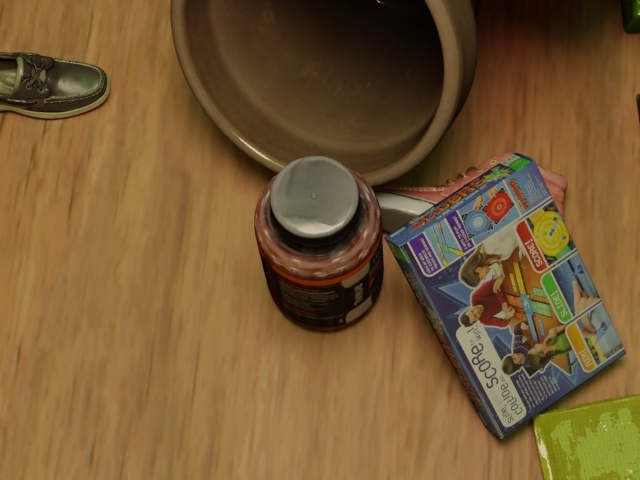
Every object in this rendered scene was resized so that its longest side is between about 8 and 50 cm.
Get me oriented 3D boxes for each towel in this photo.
[{"bbox_3d":[0.304,0.174,1.360,0.237,0.021,0.102,-10,70,-2],"label":"towel"}]

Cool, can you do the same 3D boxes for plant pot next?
[{"bbox_3d":[0.035,-0.212,1.381,0.263,0.263,0.229,26,42,10],"label":"plant pot"}]

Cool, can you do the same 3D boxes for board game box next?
[{"bbox_3d":[0.157,0.047,1.338,0.136,0.035,0.201,-32,111,-11],"label":"board game box"}]

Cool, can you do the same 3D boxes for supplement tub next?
[{"bbox_3d":[0.000,0.000,1.330,0.106,0.198,0.106,-1,70,3],"label":"supplement tub"}]

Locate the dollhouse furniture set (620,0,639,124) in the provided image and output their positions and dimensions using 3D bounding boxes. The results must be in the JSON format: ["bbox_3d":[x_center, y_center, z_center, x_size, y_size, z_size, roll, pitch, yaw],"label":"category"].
[{"bbox_3d":[0.432,-0.215,1.426,0.301,0.151,0.197,-2,70,0],"label":"dollhouse furniture set"}]

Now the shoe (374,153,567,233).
[{"bbox_3d":[0.130,-0.038,1.418,0.178,0.063,0.081,13,70,0],"label":"shoe"}]

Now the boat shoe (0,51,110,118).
[{"bbox_3d":[-0.270,-0.144,1.464,0.152,0.049,0.056,-2,70,0],"label":"boat shoe"}]
